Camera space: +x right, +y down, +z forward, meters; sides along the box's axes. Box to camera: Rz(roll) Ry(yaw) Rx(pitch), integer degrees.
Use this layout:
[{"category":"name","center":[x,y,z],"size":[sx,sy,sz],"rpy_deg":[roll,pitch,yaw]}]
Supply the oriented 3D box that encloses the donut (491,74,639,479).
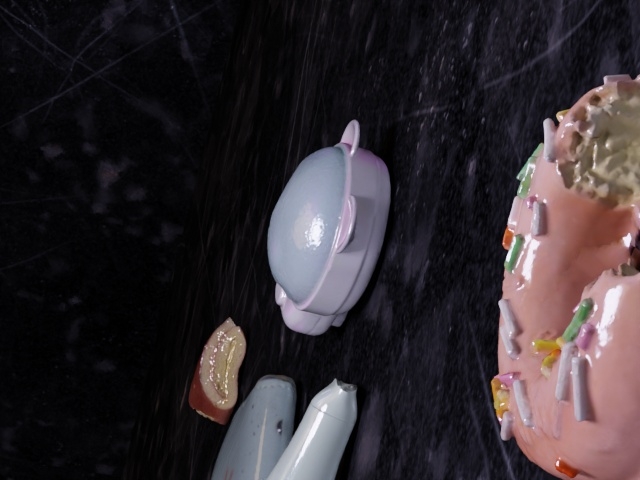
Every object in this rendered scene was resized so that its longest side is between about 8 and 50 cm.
[{"category":"donut","center":[0.148,0.033,0.801],"size":[0.233,0.085,0.199],"rpy_deg":[-91,15,-56]}]

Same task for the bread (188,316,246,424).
[{"category":"bread","center":[-0.162,0.217,2.342],"size":[0.192,0.067,0.119],"rpy_deg":[111,166,-46]}]

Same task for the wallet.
[{"category":"wallet","center":[-0.100,0.359,1.832],"size":[0.252,0.083,0.360],"rpy_deg":[131,150,-59]}]

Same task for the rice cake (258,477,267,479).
[{"category":"rice cake","center":[-0.051,0.339,1.621],"size":[0.206,0.063,0.069],"rpy_deg":[-97,24,-57]}]

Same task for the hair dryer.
[{"category":"hair dryer","center":[-0.016,0.237,1.576],"size":[0.237,0.075,0.206],"rpy_deg":[85,-151,-86]}]

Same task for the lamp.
[{"category":"lamp","center":[-0.003,0.000,1.596],"size":[0.246,0.108,0.179],"rpy_deg":[112,169,-49]}]
